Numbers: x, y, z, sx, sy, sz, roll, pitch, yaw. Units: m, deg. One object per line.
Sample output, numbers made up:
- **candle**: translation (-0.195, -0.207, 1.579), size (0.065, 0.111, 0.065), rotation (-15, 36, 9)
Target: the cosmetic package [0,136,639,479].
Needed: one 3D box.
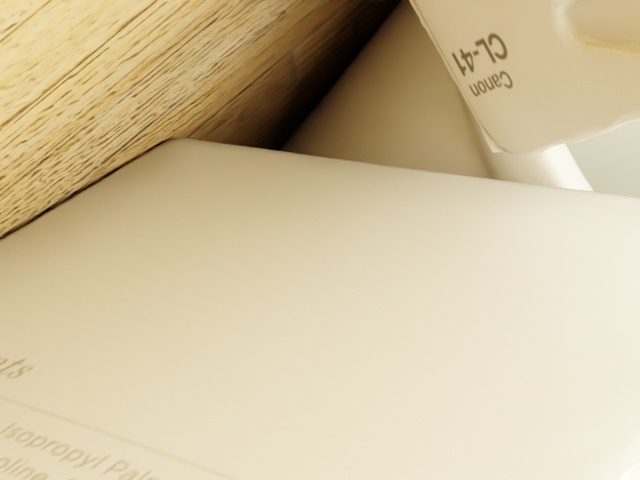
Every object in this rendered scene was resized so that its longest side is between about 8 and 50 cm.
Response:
- **cosmetic package**: translation (-0.037, 0.198, 0.479), size (0.327, 0.329, 0.393), rotation (10, -146, 42)

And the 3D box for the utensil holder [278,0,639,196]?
- **utensil holder**: translation (0.124, 0.014, 0.754), size (0.327, 0.327, 0.385), rotation (-36, 175, -39)

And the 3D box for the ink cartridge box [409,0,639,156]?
- **ink cartridge box**: translation (0.186, -0.163, 0.412), size (0.306, 0.131, 0.226), rotation (-31, -175, -21)
